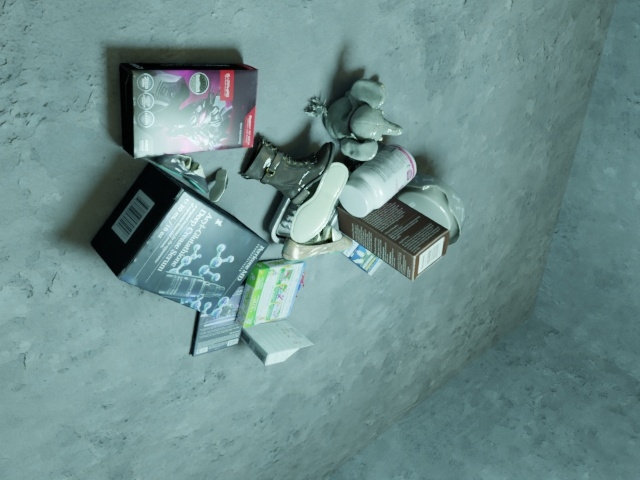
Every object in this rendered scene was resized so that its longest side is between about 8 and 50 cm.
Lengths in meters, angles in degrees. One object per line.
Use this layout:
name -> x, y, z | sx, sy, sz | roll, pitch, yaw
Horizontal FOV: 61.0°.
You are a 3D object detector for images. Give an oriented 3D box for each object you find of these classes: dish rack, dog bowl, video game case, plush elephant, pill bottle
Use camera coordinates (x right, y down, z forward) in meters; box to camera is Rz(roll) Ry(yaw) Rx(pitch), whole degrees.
dish rack -> -0.038, -0.133, 1.969 | 0.285, 0.072, 0.333 | 15, 106, -49
dog bowl -> 0.441, -0.131, 2.244 | 0.102, 0.349, 0.349 | -51, 142, -25
video game case -> -0.365, 0.287, 1.985 | 0.196, 0.026, 0.274 | -8, 122, -41
plush elephant -> 0.149, -0.396, 1.812 | 0.330, 0.255, 0.272 | -2, 114, -41
pill bottle -> 0.204, -0.214, 1.958 | 0.283, 0.160, 0.160 | -40, 139, -30

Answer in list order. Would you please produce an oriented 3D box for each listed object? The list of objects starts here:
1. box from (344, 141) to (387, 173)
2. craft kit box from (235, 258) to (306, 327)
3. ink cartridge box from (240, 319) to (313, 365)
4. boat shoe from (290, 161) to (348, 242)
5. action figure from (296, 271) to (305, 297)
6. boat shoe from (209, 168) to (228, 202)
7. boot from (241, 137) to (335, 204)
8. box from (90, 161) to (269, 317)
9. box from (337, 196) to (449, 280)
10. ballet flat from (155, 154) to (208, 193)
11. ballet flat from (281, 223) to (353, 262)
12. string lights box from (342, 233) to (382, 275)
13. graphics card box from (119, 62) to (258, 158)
box -> 0.181, -0.243, 2.116 | 0.183, 0.056, 0.231 | -28, 134, -27
craft kit box -> -0.185, 0.193, 2.051 | 0.247, 0.061, 0.250 | -8, 122, -51
ink cartridge box -> -0.172, 0.392, 2.118 | 0.232, 0.189, 0.066 | 4, 115, -46
boat shoe -> -0.007, -0.131, 1.865 | 0.109, 0.091, 0.305 | 30, 95, -11
action figure -> -0.085, 0.177, 2.178 | 0.038, 0.030, 0.115 | 5, 111, -41
boat shoe -> -0.310, -0.161, 1.667 | 0.038, 0.046, 0.125 | 78, 14, -55
boot -> -0.102, -0.258, 1.753 | 0.229, 0.091, 0.263 | 33, 97, -24
box -> -0.402, 0.011, 1.607 | 0.293, 0.212, 0.395 | -55, 141, 0
box -> 0.257, -0.038, 1.984 | 0.191, 0.381, 0.143 | -34, 143, -26
ballet flat -> -0.386, -0.206, 1.581 | 0.074, 0.074, 0.203 | -55, 138, 1
ballet flat -> 0.000, 0.000, 1.974 | 0.316, 0.107, 0.106 | -15, 121, -38
string lights box -> 0.173, 0.036, 2.290 | 0.133, 0.077, 0.260 | -52, 140, 0
graphics card box -> -0.349, -0.360, 1.481 | 0.371, 0.094, 0.233 | -12, 124, -36
